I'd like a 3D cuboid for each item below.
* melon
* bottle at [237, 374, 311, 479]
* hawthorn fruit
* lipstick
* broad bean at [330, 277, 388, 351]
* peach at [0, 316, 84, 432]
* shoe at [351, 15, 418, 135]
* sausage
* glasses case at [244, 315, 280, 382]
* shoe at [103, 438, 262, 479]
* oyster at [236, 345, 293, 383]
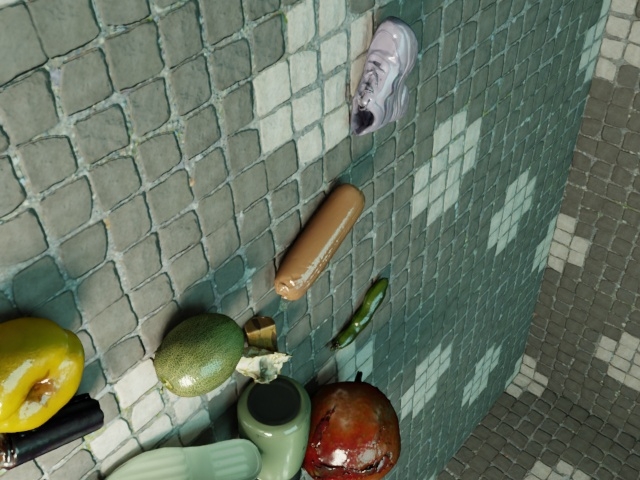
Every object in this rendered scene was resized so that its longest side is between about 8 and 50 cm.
[{"bbox_3d":[-0.223,0.211,1.229,0.192,0.139,0.139,-40,144,-35],"label":"melon"},{"bbox_3d":[-0.110,0.483,1.600,0.168,0.168,0.346,-35,143,-36],"label":"bottle"},{"bbox_3d":[0.077,0.521,1.793,0.316,0.316,0.315,-36,141,-36],"label":"hawthorn fruit"},{"bbox_3d":[-0.504,0.310,0.957,0.418,0.077,0.077,-13,125,-50],"label":"lipstick"},{"bbox_3d":[0.112,0.202,1.808,0.254,0.046,0.065,-53,136,-12],"label":"broad bean"},{"bbox_3d":[-0.421,0.189,0.955,0.179,0.103,0.179,-35,144,-31],"label":"peach"},{"bbox_3d":[0.117,-0.319,1.342,0.137,0.095,0.245,-43,152,-32],"label":"shoe"},{"bbox_3d":[-0.001,0.000,1.437,0.289,0.086,0.086,-54,149,-10],"label":"sausage"},{"bbox_3d":[-0.127,0.237,1.482,0.065,0.041,0.169,-17,133,-16],"label":"glasses case"},{"bbox_3d":[-0.305,0.506,1.389,0.363,0.131,0.160,-2,148,-41],"label":"shoe"},{"bbox_3d":[-0.136,0.251,1.434,0.106,0.061,0.200,-47,141,-2],"label":"oyster"}]
